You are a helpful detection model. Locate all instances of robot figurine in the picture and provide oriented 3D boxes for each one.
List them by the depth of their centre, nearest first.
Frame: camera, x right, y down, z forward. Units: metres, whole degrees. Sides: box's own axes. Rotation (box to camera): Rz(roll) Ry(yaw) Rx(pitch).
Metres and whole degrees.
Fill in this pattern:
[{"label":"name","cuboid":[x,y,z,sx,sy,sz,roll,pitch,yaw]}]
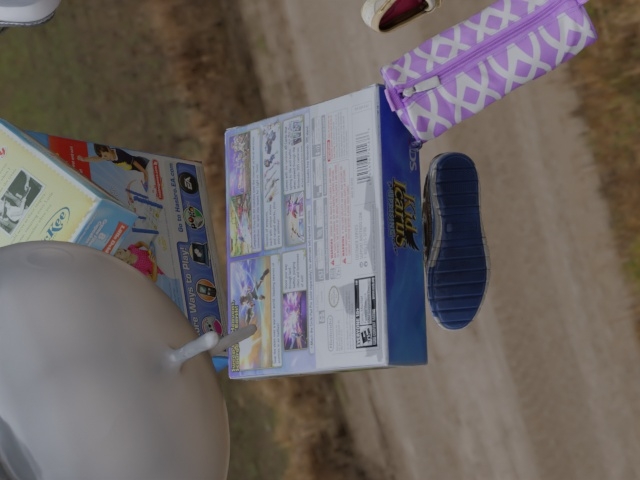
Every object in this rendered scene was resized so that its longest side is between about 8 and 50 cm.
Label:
[{"label":"robot figurine","cuboid":[-0.199,0.129,0.784,0.200,0.353,0.300,62,-175,-9]}]

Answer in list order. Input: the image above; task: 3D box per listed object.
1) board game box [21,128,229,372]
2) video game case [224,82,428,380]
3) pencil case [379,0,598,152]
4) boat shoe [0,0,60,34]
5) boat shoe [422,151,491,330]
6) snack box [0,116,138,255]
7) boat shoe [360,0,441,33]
[{"label":"board game box","cuboid":[-0.280,0.023,1.911,0.086,0.302,0.308,-37,55,43]},{"label":"video game case","cuboid":[0.000,0.000,1.446,0.244,0.061,0.269,-10,78,48]},{"label":"pencil case","cuboid":[0.149,-0.168,1.299,0.086,0.206,0.088,60,-174,17]},{"label":"boat shoe","cuboid":[-0.305,-0.216,1.261,0.228,0.080,0.076,18,145,31]},{"label":"boat shoe","cuboid":[0.137,0.000,1.484,0.066,0.066,0.183,-158,70,-79]},{"label":"snack box","cuboid":[-0.322,0.062,1.310,0.187,0.322,0.060,34,-178,35]},{"label":"boat shoe","cuboid":[0.138,-0.331,1.942,0.063,0.170,0.059,53,-174,-38]}]
